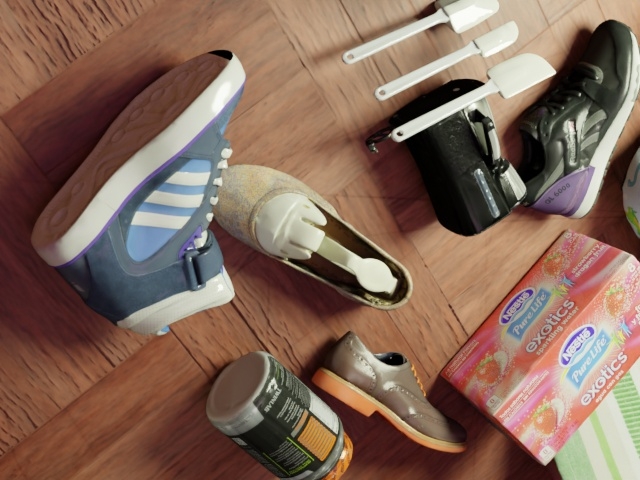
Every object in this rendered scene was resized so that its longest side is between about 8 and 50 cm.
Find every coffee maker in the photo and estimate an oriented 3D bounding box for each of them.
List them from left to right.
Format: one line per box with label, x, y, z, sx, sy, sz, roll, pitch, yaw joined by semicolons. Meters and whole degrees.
coffee maker;0.169;-0.101;1.265;0.171;0.120;0.178;-22;115;10

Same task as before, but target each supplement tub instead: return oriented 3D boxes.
supplement tub;-0.049;0.242;1.253;0.117;0.117;0.190;-46;118;-6

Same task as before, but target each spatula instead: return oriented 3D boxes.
spatula;0.155;-0.226;1.199;0.242;0.019;0.168;-27;76;-17

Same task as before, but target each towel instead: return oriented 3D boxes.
towel;0.505;0.281;1.423;0.325;0.248;0.038;-18;158;6

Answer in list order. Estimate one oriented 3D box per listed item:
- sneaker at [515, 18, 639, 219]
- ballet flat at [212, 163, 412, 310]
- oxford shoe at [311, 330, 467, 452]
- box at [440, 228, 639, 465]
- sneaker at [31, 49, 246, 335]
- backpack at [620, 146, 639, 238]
sneaker;0.348;-0.172;1.321;0.124;0.107;0.283;10;101;-21
ballet flat;0.000;0.000;1.208;0.316;0.106;0.107;28;93;-28
oxford shoe;0.119;0.218;1.338;0.271;0.097;0.098;32;85;-29
box;0.344;0.149;1.387;0.300;0.154;0.142;-48;118;-3
sneaker;-0.157;-0.037;1.126;0.323;0.130;0.236;-49;127;-9
backpack;0.616;-0.043;1.419;0.355;0.273;0.290;42;93;-16
